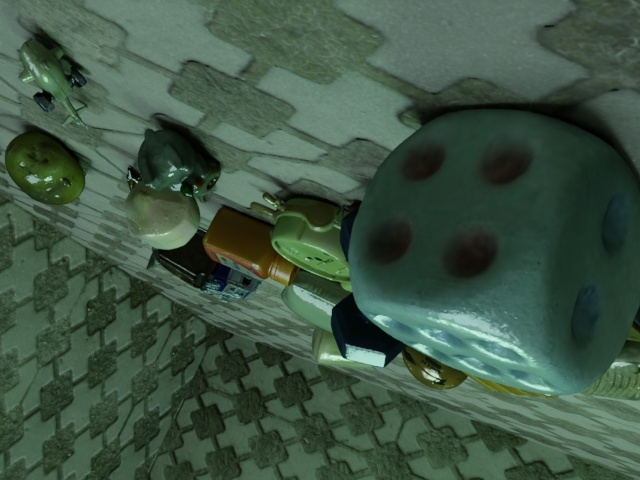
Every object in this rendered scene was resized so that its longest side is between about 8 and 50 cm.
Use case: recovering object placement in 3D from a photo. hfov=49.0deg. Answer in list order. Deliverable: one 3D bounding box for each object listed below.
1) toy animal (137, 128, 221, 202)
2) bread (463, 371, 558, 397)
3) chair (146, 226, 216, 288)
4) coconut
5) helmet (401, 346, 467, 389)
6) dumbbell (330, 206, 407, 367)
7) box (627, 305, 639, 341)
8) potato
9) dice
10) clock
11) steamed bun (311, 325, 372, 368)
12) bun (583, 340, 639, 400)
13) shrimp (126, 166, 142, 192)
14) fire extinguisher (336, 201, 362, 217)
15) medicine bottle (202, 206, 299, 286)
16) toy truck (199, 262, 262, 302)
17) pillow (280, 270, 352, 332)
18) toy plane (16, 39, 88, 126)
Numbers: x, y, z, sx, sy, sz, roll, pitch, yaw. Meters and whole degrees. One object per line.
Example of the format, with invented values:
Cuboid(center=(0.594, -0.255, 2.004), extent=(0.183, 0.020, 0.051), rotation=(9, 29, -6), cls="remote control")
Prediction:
Cuboid(center=(-0.256, -0.141, 1.372), extent=(0.108, 0.138, 0.236), rotation=(-26, 169, 20), cls="toy animal")
Cuboid(center=(0.417, 0.266, 1.638), extent=(0.246, 0.111, 0.239), rotation=(34, 159, -23), cls="bread")
Cuboid(center=(-0.380, 0.033, 1.972), extent=(0.186, 0.160, 0.319), rotation=(28, 161, -6), cls="chair")
Cuboid(center=(-0.372, -0.067, 1.614), extent=(0.170, 0.171, 0.183), rotation=(17, 167, 23), cls="coconut")
Cuboid(center=(0.325, 0.356, 2.032), extent=(0.224, 0.130, 0.198), rotation=(23, 161, 11), cls="helmet")
Cuboid(center=(0.102, 0.082, 1.239), extent=(0.160, 0.144, 0.325), rotation=(14, 139, 7), cls="dumbbell")
Cuboid(center=(0.407, 0.078, 1.116), extent=(0.240, 0.071, 0.159), rotation=(35, 164, -31), cls="box")
Cuboid(center=(-0.703, -0.176, 1.795), extent=(0.197, 0.149, 0.228), rotation=(14, 165, -17), cls="potato")
Cuboid(center=(0.215, 0.018, 0.851), extent=(0.268, 0.263, 0.264), rotation=(8, 158, 44), cls="dice")
Cuboid(center=(0.000, 0.000, 1.415), extent=(0.308, 0.096, 0.235), rotation=(29, 164, -12), cls="clock")
Cuboid(center=(0.094, 0.293, 2.162), extent=(0.225, 0.170, 0.200), rotation=(9, -163, -3), cls="steamed bun")
Cuboid(center=(0.547, 0.209, 1.255), extent=(0.237, 0.116, 0.210), rotation=(-2, 151, 27), cls="bun")
Cuboid(center=(-0.402, -0.109, 1.743), extent=(0.147, 0.035, 0.195), rotation=(7, 141, 12), cls="shrimp")
Cuboid(center=(0.082, -0.052, 1.266), extent=(0.100, 0.032, 0.046), rotation=(14, -165, 33), cls="fire extinguisher")
Cuboid(center=(-0.158, 0.022, 1.687), extent=(0.222, 0.112, 0.149), rotation=(23, 164, 7), cls="medicine bottle")
Cuboid(center=(-0.266, 0.111, 2.119), extent=(0.155, 0.124, 0.268), rotation=(22, 163, -8), cls="toy truck")
Cuboid(center=(0.048, 0.188, 1.904), extent=(0.322, 0.120, 0.255), rotation=(27, 164, -1), cls="pillow")
Cuboid(center=(-0.476, -0.274, 1.261), extent=(0.108, 0.092, 0.286), rotation=(43, 168, 15), cls="toy plane")
